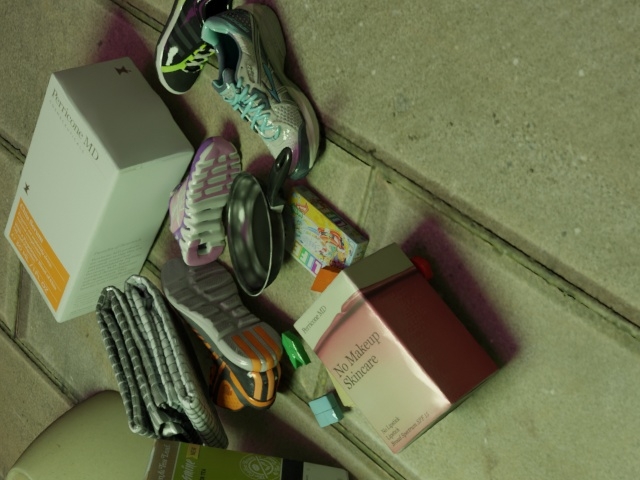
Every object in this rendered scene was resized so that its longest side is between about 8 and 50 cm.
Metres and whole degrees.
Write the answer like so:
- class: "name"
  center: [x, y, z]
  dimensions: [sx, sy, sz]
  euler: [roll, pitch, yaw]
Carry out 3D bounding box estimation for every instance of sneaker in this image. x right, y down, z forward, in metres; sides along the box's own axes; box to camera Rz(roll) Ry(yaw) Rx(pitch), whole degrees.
- class: "sneaker"
  center: [-0.205, -0.076, 1.903]
  dimensions: [0.104, 0.095, 0.236]
  euler: [46, 133, 38]
- class: "sneaker"
  center: [-0.194, -0.322, 1.813]
  dimensions: [0.097, 0.084, 0.235]
  euler: [41, 129, 29]
- class: "sneaker"
  center: [-0.100, -0.215, 1.716]
  dimensions: [0.110, 0.122, 0.283]
  euler: [-30, 80, 47]
- class: "sneaker"
  center: [-0.177, 0.171, 1.923]
  dimensions: [0.321, 0.124, 0.180]
  euler: [48, 145, 41]

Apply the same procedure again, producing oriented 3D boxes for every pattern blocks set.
- class: "pattern blocks set"
  center: [0.075, 0.166, 1.704]
  dimensions: [0.325, 0.026, 0.285]
  euler: [-15, 97, 43]

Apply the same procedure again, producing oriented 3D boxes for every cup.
- class: "cup"
  center: [-0.476, 0.489, 2.260]
  dimensions: [0.331, 0.237, 0.331]
  euler: [17, 114, 43]

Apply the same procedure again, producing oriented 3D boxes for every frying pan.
- class: "frying pan"
  center: [-0.091, -0.062, 1.769]
  dimensions: [0.197, 0.053, 0.326]
  euler: [-120, 35, -43]

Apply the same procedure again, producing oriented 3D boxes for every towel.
- class: "towel"
  center: [-0.271, 0.226, 1.936]
  dimensions: [0.235, 0.121, 0.284]
  euler: [71, 175, -61]

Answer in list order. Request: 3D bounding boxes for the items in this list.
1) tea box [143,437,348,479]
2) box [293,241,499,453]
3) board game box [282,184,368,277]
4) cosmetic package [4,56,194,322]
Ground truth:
- class: "tea box"
  center: [-0.143, 0.526, 1.811]
  dimensions: [0.220, 0.323, 0.329]
  euler: [-89, 11, -62]
- class: "box"
  center: [0.102, 0.146, 1.566]
  dimensions: [0.232, 0.127, 0.148]
  euler: [50, 132, 13]
- class: "board game box"
  center: [0.000, 0.000, 1.748]
  dimensions: [0.154, 0.026, 0.103]
  euler: [41, 129, 31]
- class: "cosmetic package"
  center: [-0.405, -0.080, 2.033]
  dimensions: [0.230, 0.161, 0.453]
  euler: [53, 139, 20]
